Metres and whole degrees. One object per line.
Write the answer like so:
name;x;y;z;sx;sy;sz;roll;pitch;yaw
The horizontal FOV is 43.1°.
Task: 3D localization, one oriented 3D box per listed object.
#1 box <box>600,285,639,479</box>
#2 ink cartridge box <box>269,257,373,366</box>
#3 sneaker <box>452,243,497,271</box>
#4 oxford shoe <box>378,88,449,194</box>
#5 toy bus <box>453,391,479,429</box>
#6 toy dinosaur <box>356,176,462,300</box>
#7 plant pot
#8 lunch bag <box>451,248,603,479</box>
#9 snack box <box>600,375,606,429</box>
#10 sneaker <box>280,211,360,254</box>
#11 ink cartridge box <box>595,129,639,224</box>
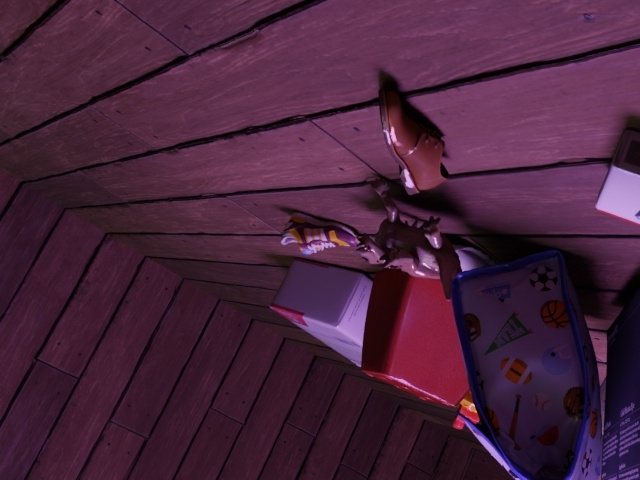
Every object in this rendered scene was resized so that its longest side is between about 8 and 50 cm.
box;0.547;0.253;1.230;0.178;0.313;0.343;5;161;11
ink cartridge box;0.099;0.220;2.205;0.279;0.161;0.384;10;158;47
sneaker;0.292;0.086;1.570;0.090;0.095;0.235;15;160;41
oxford shoe;0.132;-0.145;1.144;0.076;0.076;0.212;-13;148;18
toy bus;0.438;0.429;2.261;0.149;0.212;0.220;26;164;7
toy dinosaur;0.169;0.019;1.404;0.295;0.127;0.200;35;177;46
plant pot;0.231;0.219;1.788;0.267;0.236;0.267;26;169;-10
lunch bag;0.369;0.266;1.407;0.238;0.386;0.328;-16;152;16
snack box;0.650;0.321;1.432;0.060;0.187;0.322;17;-168;-45
sneaker;0.000;0.000;1.776;0.185;0.084;0.069;16;162;34
ink cartridge box;0.477;-0.017;0.988;0.275;0.060;0.239;21;163;17
